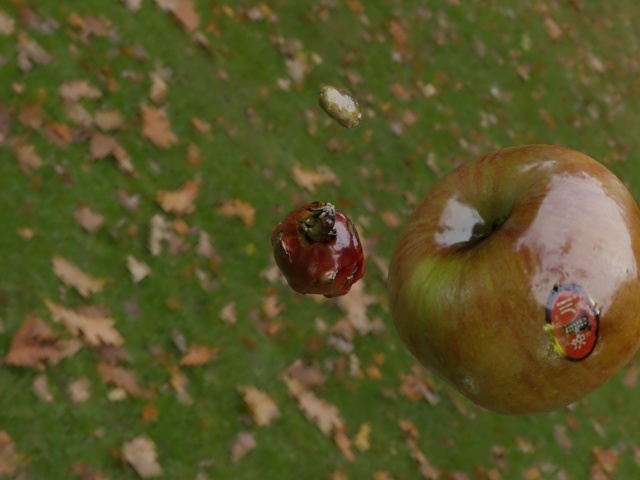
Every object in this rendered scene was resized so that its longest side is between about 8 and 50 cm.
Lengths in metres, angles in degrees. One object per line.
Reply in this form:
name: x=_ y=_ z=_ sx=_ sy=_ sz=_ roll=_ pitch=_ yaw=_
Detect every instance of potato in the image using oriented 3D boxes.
potato: x=0.028 y=-0.185 z=2.098 sx=0.083 sy=0.040 sz=0.051 roll=32 pitch=22 yaw=-48

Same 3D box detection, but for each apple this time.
apple: x=0.302 y=0.067 z=2.249 sx=0.333 sy=0.400 sz=0.400 roll=52 pitch=19 yaw=-37

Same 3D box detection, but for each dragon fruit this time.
dragon fruit: x=0.000 y=0.000 z=1.993 sx=0.246 sy=0.125 sz=0.126 roll=102 pitch=-17 yaw=-75
